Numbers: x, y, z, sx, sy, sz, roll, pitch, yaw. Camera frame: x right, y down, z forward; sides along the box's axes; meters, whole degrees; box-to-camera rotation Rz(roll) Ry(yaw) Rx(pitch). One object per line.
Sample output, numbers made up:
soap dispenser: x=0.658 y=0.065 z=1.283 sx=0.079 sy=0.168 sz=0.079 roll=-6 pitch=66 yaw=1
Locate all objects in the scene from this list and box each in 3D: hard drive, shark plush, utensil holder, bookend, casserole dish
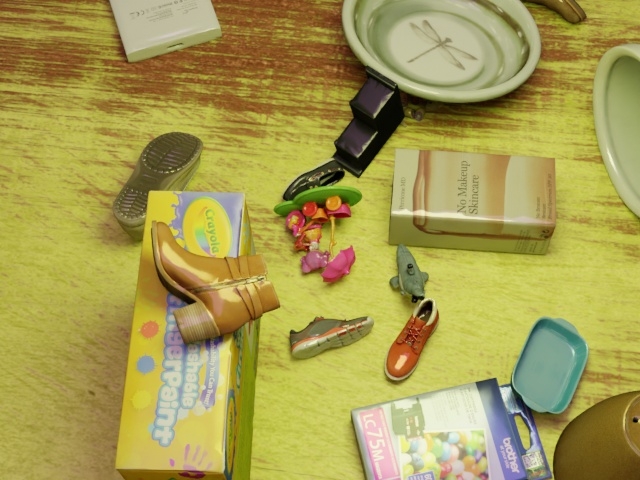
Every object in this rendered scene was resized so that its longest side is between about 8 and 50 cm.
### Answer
hard drive: x=-0.350 y=-0.533 z=2.250 sx=0.203 sy=0.040 sz=0.307 roll=-17 pitch=64 yaw=-7
shark plush: x=0.155 y=0.067 z=1.884 sx=0.073 sy=0.067 sz=0.161 roll=-4 pitch=24 yaw=8
utensil holder: x=0.742 y=-0.236 z=1.918 sx=0.386 sy=0.327 sz=0.327 roll=-15 pitch=64 yaw=-9
bookend: x=0.081 y=-0.222 z=2.000 sx=0.072 sy=0.156 sz=0.157 roll=34 pitch=82 yaw=17
casserole dish: x=0.393 y=0.219 z=1.831 sx=0.114 sy=0.037 sz=0.188 roll=31 pitch=60 yaw=-1

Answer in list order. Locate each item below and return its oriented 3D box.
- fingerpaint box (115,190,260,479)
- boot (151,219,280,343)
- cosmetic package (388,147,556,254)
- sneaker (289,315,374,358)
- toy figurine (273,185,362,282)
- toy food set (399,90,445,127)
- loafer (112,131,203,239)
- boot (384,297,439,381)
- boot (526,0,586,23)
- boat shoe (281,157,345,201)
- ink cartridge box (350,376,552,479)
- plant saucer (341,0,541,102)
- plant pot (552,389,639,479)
fingerpaint box: x=-0.197 y=0.199 z=1.691 sx=0.163 sy=0.371 sz=0.444 roll=1 pitch=64 yaw=2
boot: x=-0.155 y=0.042 z=1.526 sx=0.152 sy=0.073 sz=0.197 roll=-20 pitch=78 yaw=-11
cosmetic package: x=0.277 y=-0.072 z=1.949 sx=0.296 sy=0.129 sz=0.153 roll=2 pitch=64 yaw=3
sneaker: x=0.016 y=0.155 z=1.882 sx=0.158 sy=0.061 sz=0.065 roll=-17 pitch=58 yaw=-8
toy figurine: x=0.000 y=0.000 z=1.943 sx=0.173 sy=0.130 sz=0.159 roll=-12 pitch=71 yaw=20
toy food set: x=0.197 y=-0.282 z=2.119 sx=0.122 sy=0.019 sz=0.078 roll=-37 pitch=68 yaw=-16
loafer: x=-0.311 y=-0.106 z=2.008 sx=0.102 sy=0.092 sz=0.268 roll=24 pitch=50 yaw=11
boot: x=0.160 y=0.171 z=1.855 sx=0.059 sy=0.084 sz=0.158 roll=26 pitch=68 yaw=12
boot: x=0.417 y=-0.530 z=2.215 sx=0.305 sy=0.112 sz=0.115 roll=40 pitch=101 yaw=15
boat shoe: x=-0.014 y=-0.110 z=2.021 sx=0.133 sy=0.049 sz=0.042 roll=-31 pitch=59 yaw=-18
ink cartridge box: x=0.220 y=0.344 z=1.780 sx=0.311 sy=0.065 sz=0.185 roll=-11 pitch=64 yaw=-6
plant saucer: x=0.233 y=-0.395 z=2.105 sx=0.401 sy=0.100 sz=0.400 roll=5 pitch=51 yaw=-6
plant pot: x=0.507 y=0.331 z=1.669 sx=0.237 sy=0.254 sz=0.237 roll=-1 pitch=62 yaw=2
